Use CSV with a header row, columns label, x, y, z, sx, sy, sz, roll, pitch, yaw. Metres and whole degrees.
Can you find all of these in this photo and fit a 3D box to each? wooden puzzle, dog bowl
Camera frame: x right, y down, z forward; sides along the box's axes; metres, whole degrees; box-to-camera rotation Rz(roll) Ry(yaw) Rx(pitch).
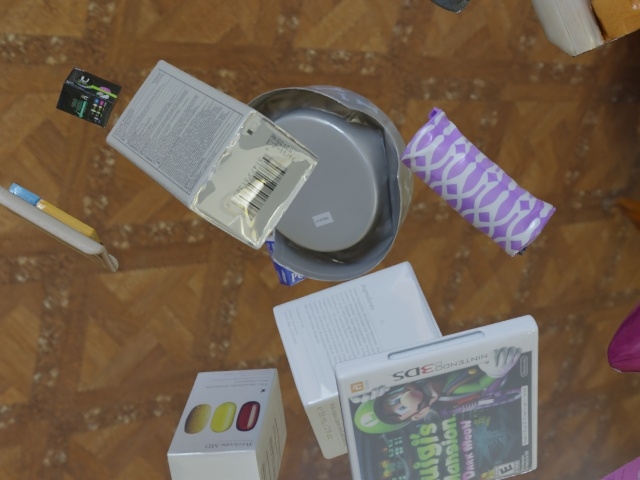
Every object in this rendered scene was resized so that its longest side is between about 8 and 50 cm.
label,x,y,z,sx,sy,sz,roll,pitch,yaw
wooden puzzle,-0.445,-0.028,1.844,0.044,0.221,0.238,-59,179,-8
dog bowl,0.003,-0.107,1.876,0.102,0.349,0.348,-38,141,-51

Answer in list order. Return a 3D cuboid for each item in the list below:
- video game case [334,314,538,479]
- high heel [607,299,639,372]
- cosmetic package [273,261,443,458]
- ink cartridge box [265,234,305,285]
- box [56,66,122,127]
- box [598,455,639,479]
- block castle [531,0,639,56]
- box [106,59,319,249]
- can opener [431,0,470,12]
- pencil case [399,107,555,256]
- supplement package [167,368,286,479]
label,x,y,z,sx,sy,sz,roll,pitch,yaw
video game case,0.107,0.158,0.957,0.173,0.022,0.190,-13,130,-5
high heel,0.371,0.058,1.118,0.181,0.127,0.377,-18,176,12
cosmetic package,0.058,0.149,1.357,0.184,0.151,0.151,-19,143,-1
ink cartridge box,0.000,0.000,2.107,0.207,0.046,0.097,-28,107,-25
box,-0.368,-0.228,1.739,0.083,0.062,0.052,21,123,-8
box,0.459,0.322,1.219,0.243,0.214,0.117,-48,-167,44
block castle,0.409,-0.358,1.053,0.303,0.453,0.212,-30,98,-63
box,-0.150,-0.120,1.423,0.121,0.311,0.148,34,92,-35
can opener,0.132,-0.471,1.700,0.093,0.280,0.074,-48,169,36
pencil case,0.196,-0.072,1.349,0.088,0.206,0.086,-49,180,-28
supplement package,-0.138,0.317,1.692,0.139,0.244,0.133,-5,112,7
